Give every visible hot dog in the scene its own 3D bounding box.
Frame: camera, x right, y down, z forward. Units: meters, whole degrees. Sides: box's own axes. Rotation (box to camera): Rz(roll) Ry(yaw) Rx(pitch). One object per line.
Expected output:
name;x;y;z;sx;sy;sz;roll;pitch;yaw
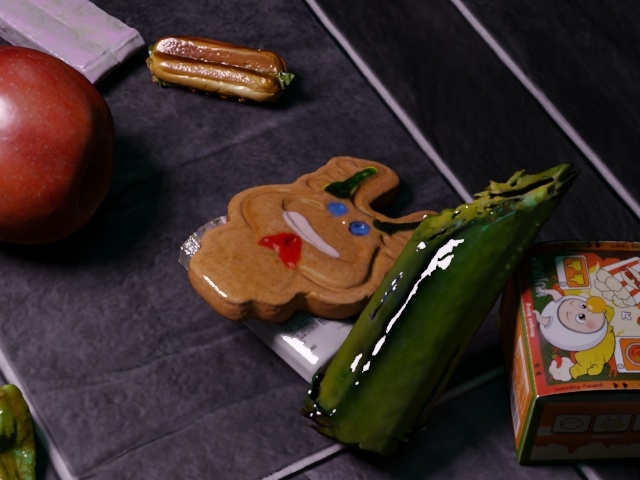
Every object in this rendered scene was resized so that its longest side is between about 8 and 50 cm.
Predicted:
hot dog;-0.123;-0.208;2.148;0.188;0.055;0.072;12;55;5

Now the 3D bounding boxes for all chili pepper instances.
chili pepper;-0.329;0.202;1.805;0.072;0.073;0.204;6;61;-22

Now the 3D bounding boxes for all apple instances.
apple;-0.339;-0.106;1.951;0.201;0.218;0.218;16;53;12

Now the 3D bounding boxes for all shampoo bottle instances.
shampoo bottle;-0.055;0.064;1.939;0.086;0.056;0.227;-33;61;-32

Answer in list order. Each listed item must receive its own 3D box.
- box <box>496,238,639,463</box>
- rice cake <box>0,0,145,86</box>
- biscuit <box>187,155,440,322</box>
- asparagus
box;0.293;0.119;1.864;0.177;0.148;0.195;-1;52;-3
rice cake;-0.364;-0.290;2.198;0.298;0.050;0.106;34;56;21
biscuit;0.000;0.000;1.951;0.334;0.047;0.202;-22;55;-37
asparagus;0.124;0.056;1.834;0.128;0.108;0.382;33;90;23
